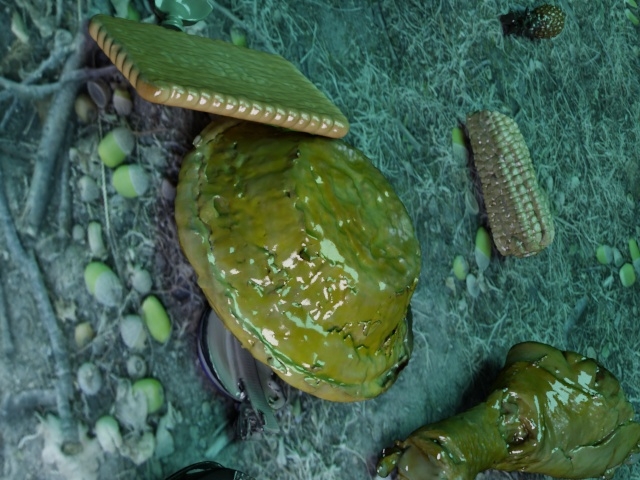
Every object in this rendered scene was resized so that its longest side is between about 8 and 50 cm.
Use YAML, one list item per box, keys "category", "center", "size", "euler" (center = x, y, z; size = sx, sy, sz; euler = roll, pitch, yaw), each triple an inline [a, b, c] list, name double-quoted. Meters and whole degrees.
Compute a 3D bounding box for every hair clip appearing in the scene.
- category: "hair clip"
  center: [-0.074, 0.116, 1.328]
  size: [0.116, 0.049, 0.172]
  euler: [18, 56, -53]

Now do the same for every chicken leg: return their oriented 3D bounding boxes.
- category: "chicken leg"
  center: [0.232, 0.234, 1.594]
  size: [0.429, 0.152, 0.201]
  euler: [-11, 92, -46]

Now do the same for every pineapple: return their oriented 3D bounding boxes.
- category: "pineapple"
  center: [0.314, -0.326, 1.984]
  size: [0.124, 0.058, 0.058]
  euler: [-14, 88, -40]

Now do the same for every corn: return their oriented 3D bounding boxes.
- category: "corn"
  center: [0.259, -0.080, 1.789]
  size: [0.087, 0.087, 0.211]
  euler: [-5, 80, -52]

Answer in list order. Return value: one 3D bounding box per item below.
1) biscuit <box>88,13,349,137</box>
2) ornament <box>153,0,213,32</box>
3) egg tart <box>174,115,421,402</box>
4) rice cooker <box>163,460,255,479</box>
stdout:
- category: "biscuit"
  center: [-0.099, -0.161, 1.315]
  size: [0.249, 0.030, 0.160]
  euler: [7, 30, -40]
- category: "ornament"
  center: [-0.147, -0.255, 1.379]
  size: [0.068, 0.041, 0.092]
  euler: [43, 55, -3]
- category: "egg tart"
  center: [0.000, 0.001, 1.361]
  size: [0.341, 0.132, 0.341]
  euler: [32, 40, -32]
- category: "rice cooker"
  center: [-0.116, 0.269, 1.176]
  size: [0.165, 0.106, 0.112]
  euler: [-36, 102, -40]
